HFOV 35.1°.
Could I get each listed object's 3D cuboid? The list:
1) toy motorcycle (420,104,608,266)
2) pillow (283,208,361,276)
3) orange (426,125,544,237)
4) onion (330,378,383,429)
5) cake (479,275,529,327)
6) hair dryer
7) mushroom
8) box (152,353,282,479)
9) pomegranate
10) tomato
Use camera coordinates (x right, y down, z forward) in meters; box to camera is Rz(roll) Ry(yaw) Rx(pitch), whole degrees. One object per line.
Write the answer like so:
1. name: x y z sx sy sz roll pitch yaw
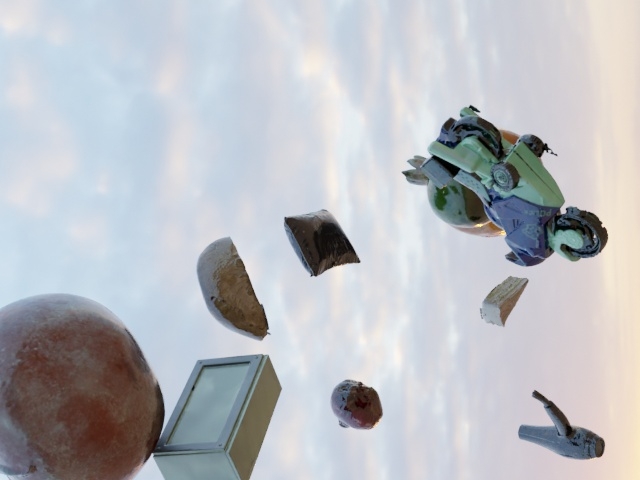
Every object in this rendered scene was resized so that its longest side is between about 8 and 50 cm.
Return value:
1. toy motorcycle: 0.319 -0.074 1.689 0.125 0.331 0.196 -48 -1 -33
2. pillow: 0.000 0.000 2.022 0.141 0.055 0.208 58 -155 10
3. orange: 0.392 -0.143 2.399 0.226 0.284 0.284 -73 -27 -48
4. onion: 0.066 0.315 1.909 0.097 0.107 0.107 -57 -8 21
5. cake: 0.372 0.117 2.038 0.121 0.052 0.065 -40 -49 -36
6. hair dryer: 0.475 0.374 2.113 0.075 0.195 0.219 -56 -51 -27
7. mushroom: -0.160 0.084 1.762 0.072 0.094 0.209 83 167 -64
8. box: -0.158 0.284 1.601 0.225 0.129 0.086 -69 -35 -54
9. pomegranate: 0.277 -0.124 2.075 0.187 0.225 0.187 -32 -49 -48
10. tomato: -0.380 0.231 1.460 0.282 0.317 0.316 -36 -45 -16
